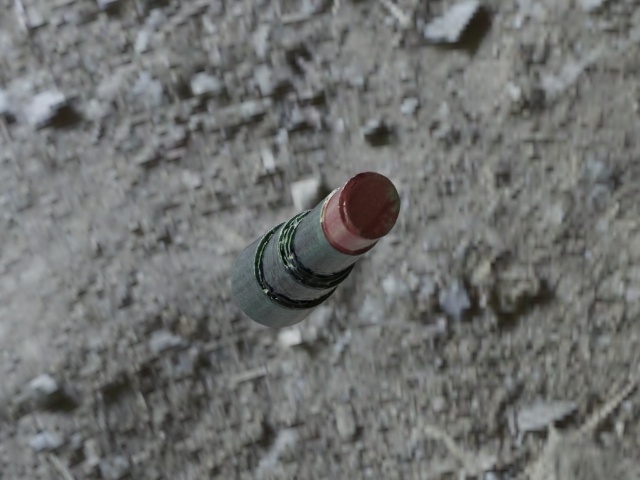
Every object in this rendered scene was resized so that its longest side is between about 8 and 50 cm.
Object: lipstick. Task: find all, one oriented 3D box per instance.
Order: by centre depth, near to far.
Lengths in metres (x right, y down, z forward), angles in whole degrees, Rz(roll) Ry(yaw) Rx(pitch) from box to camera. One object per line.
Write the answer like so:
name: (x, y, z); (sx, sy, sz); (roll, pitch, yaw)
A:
lipstick: (0.000, 0.000, 0.924); (0.053, 0.234, 0.053); (3, 77, -12)
